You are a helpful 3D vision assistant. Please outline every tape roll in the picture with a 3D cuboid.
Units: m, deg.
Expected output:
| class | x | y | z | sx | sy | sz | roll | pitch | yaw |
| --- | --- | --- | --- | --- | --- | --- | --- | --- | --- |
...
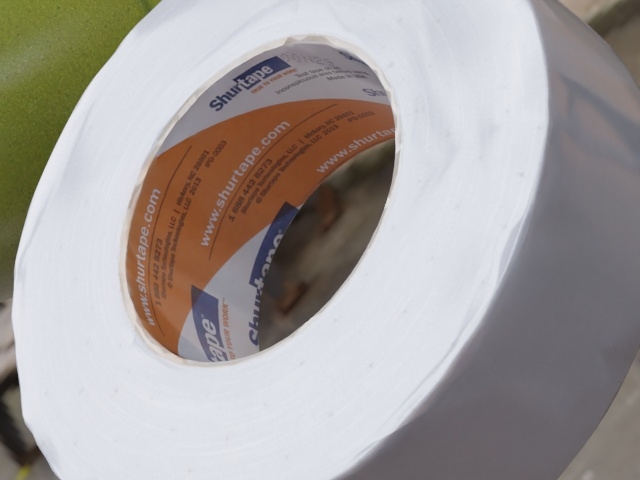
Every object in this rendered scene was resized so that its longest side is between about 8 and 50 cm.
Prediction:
| class | x | y | z | sx | sy | sz | roll | pitch | yaw |
| --- | --- | --- | --- | --- | --- | --- | --- | --- | --- |
| tape roll | 0.000 | 0.000 | 0.628 | 0.219 | 0.072 | 0.219 | -21 | 54 | 32 |

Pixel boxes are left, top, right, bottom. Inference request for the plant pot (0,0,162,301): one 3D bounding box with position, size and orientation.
| class | x | y | z | sx | sy | sz | roll | pitch | yaw |
| --- | --- | --- | --- | --- | --- | --- | --- | --- | --- |
| plant pot | -0.307 | -0.088 | 1.400 | 0.366 | 0.366 | 0.353 | -36 | 4 | 37 |
